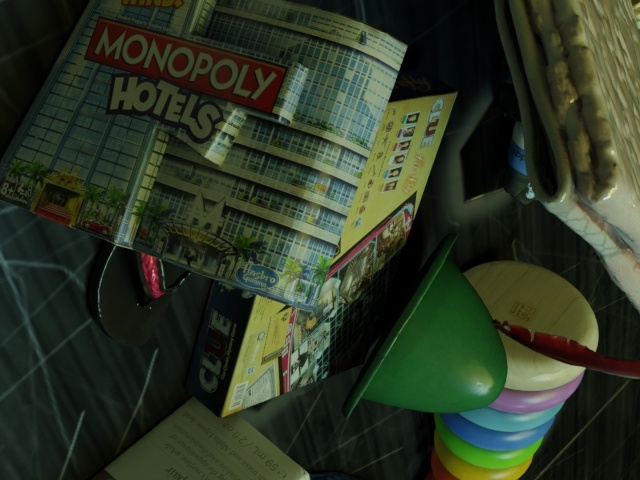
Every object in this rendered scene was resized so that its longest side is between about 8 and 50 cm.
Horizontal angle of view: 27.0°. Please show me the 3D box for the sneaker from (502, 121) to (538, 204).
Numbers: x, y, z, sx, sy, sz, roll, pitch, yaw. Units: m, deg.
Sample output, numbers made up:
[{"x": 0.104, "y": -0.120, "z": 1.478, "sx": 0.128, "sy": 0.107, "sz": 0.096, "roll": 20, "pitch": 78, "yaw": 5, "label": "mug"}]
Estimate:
[{"x": 0.212, "y": -0.079, "z": 1.162, "sx": 0.152, "sy": 0.058, "sz": 0.085, "roll": -27, "pitch": 141, "yaw": -42, "label": "sneaker"}]

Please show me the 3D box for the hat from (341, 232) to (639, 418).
[{"x": 0.136, "y": 0.110, "z": 1.044, "sx": 0.173, "sy": 0.183, "sz": 0.208, "roll": -59, "pitch": 177, "yaw": 3, "label": "hat"}]

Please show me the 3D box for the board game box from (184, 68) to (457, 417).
[{"x": 0.000, "y": 0.000, "z": 0.965, "sx": 0.165, "sy": 0.042, "sz": 0.243, "roll": -14, "pitch": 130, "yaw": -47, "label": "board game box"}]

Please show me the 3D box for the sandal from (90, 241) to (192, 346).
[{"x": -0.094, "y": -0.007, "z": 0.833, "sx": 0.067, "sy": 0.040, "sz": 0.179, "roll": -3, "pitch": 122, "yaw": -52, "label": "sandal"}]

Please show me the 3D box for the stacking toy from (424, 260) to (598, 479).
[{"x": 0.158, "y": 0.179, "z": 1.273, "sx": 0.141, "sy": 0.141, "sz": 0.330, "roll": -31, "pitch": 146, "yaw": -34, "label": "stacking toy"}]

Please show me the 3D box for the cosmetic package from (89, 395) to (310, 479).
[{"x": -0.125, "y": 0.224, "z": 0.938, "sx": 0.231, "sy": 0.117, "sz": 0.085, "roll": -38, "pitch": 144, "yaw": -28, "label": "cosmetic package"}]

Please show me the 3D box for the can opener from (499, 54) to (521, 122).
[{"x": 0.211, "y": -0.133, "z": 1.108, "sx": 0.186, "sy": 0.059, "sz": 0.073, "roll": -17, "pitch": 132, "yaw": -45, "label": "can opener"}]

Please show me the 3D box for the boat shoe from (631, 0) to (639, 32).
[{"x": 0.292, "y": -0.254, "z": 1.111, "sx": 0.190, "sy": 0.068, "sz": 0.072, "roll": -52, "pitch": 138, "yaw": -24, "label": "boat shoe"}]

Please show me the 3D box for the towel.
[{"x": 0.181, "y": -0.113, "z": 0.891, "sx": 0.053, "sy": 0.332, "sz": 0.317, "roll": -18, "pitch": 154, "yaw": 21, "label": "towel"}]

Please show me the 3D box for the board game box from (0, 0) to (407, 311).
[{"x": -0.062, "y": -0.085, "z": 0.702, "sx": 0.060, "sy": 0.194, "sz": 0.194, "roll": 19, "pitch": 89, "yaw": -59, "label": "board game box"}]

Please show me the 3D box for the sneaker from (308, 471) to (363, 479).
[{"x": -0.001, "y": 0.261, "z": 1.181, "sx": 0.232, "sy": 0.081, "sz": 0.090, "roll": 21, "pitch": 105, "yaw": -51, "label": "sneaker"}]

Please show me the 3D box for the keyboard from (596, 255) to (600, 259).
[{"x": 0.354, "y": -0.022, "z": 1.425, "sx": 0.192, "sy": 0.038, "sz": 0.100, "roll": -5, "pitch": 124, "yaw": -50, "label": "keyboard"}]
